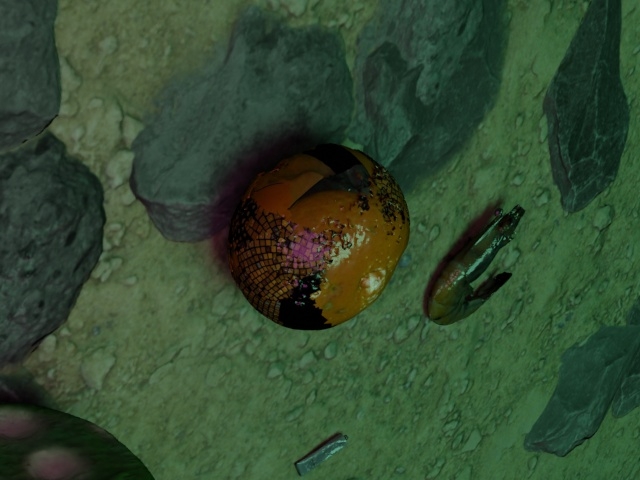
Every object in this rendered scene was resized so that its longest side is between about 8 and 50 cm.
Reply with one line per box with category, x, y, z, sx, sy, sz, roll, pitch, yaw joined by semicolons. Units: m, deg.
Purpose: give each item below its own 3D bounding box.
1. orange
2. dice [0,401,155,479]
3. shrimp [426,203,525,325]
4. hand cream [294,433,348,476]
orange;0.000;0.000;1.456;0.234;0.182;0.234;-40;149;-31
dice;-0.330;0.359;1.250;0.287;0.297;0.300;-14;123;-42
shrimp;0.244;0.044;1.831;0.217;0.051;0.150;-49;144;2
hand cream;0.004;0.313;1.778;0.093;0.019;0.030;-33;133;-24
